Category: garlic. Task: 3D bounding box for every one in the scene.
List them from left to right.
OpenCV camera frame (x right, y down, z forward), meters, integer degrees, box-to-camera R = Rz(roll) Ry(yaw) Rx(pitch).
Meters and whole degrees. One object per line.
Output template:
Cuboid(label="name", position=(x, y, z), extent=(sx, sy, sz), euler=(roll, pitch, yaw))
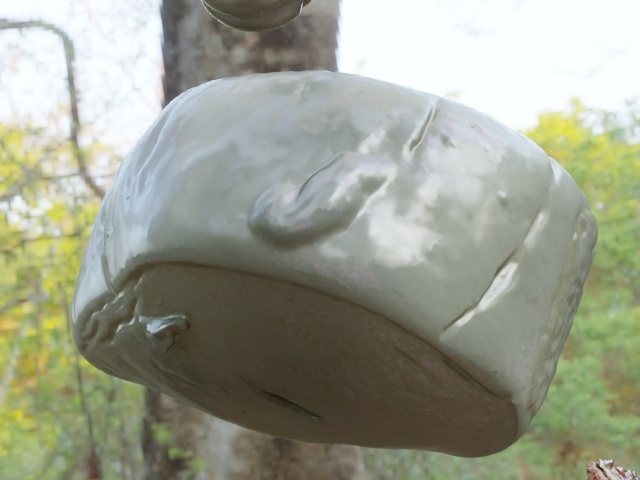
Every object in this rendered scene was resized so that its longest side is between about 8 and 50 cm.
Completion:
Cuboid(label="garlic", position=(-0.029, -0.249, 1.361), extent=(0.194, 0.127, 0.131), euler=(16, 10, 6))

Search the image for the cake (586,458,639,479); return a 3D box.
Cuboid(label="cake", position=(0.257, 0.245, 0.873), extent=(0.158, 0.262, 0.160), euler=(25, -36, -38))

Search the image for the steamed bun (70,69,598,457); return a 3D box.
Cuboid(label="steamed bun", position=(-0.004, -0.003, 1.078), extent=(0.384, 0.247, 0.236), euler=(11, -36, 19))
